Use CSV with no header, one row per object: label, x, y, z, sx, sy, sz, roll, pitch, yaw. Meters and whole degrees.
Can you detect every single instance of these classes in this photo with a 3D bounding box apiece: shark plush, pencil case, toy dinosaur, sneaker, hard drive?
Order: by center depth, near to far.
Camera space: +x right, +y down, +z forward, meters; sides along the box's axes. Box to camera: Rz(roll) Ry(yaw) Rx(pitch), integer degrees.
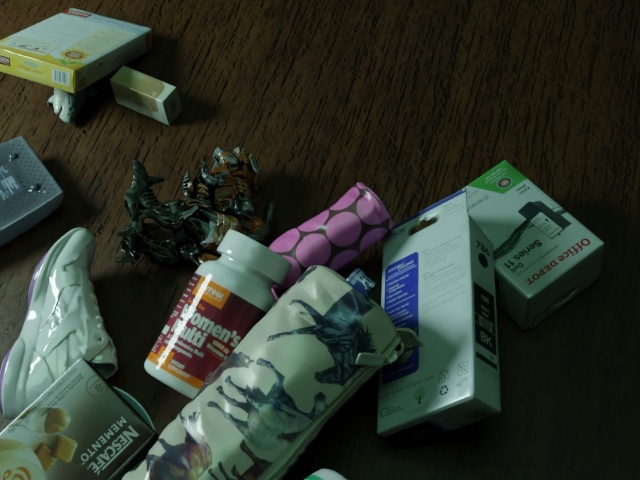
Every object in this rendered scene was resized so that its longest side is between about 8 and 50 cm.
pencil case,-0.064,0.217,1.409,0.183,0.160,0.410,23,65,46
sneaker,-0.349,0.125,1.590,0.152,0.114,0.305,11,59,-1
pencil case,0.000,0.000,1.618,0.209,0.095,0.098,-33,26,-1
toy dinosaur,-0.181,-0.022,1.653,0.218,0.164,0.322,13,31,-4
hard drive,-0.544,-0.049,1.762,0.254,0.054,0.172,-31,55,-17
shark plush,-0.407,-0.261,1.931,0.067,0.073,0.161,36,42,5

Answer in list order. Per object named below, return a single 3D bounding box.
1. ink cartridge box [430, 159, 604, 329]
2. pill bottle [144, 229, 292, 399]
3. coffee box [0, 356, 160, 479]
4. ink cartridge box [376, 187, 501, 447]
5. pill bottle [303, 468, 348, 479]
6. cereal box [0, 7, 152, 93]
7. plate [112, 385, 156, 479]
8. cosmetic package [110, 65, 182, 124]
ink cartridge box,0.281,0.005,1.612,0.153,0.087,0.208,-34,57,-18
pill bottle,-0.135,0.104,1.513,0.121,0.121,0.221,26,84,24
coffee box,-0.337,0.285,1.405,0.246,0.098,0.141,-43,80,-11
ink cartridge box,0.157,0.101,1.514,0.165,0.065,0.333,-28,44,37
pill bottle,-0.075,0.438,1.242,0.361,0.204,0.204,-35,57,-20
cereal box,-0.421,-0.329,1.915,0.173,0.047,0.240,18,32,18
plate,-0.305,0.282,1.471,0.188,0.024,0.188,0,74,-1
cosmetic package,-0.292,-0.244,1.882,0.115,0.060,0.041,23,58,24
